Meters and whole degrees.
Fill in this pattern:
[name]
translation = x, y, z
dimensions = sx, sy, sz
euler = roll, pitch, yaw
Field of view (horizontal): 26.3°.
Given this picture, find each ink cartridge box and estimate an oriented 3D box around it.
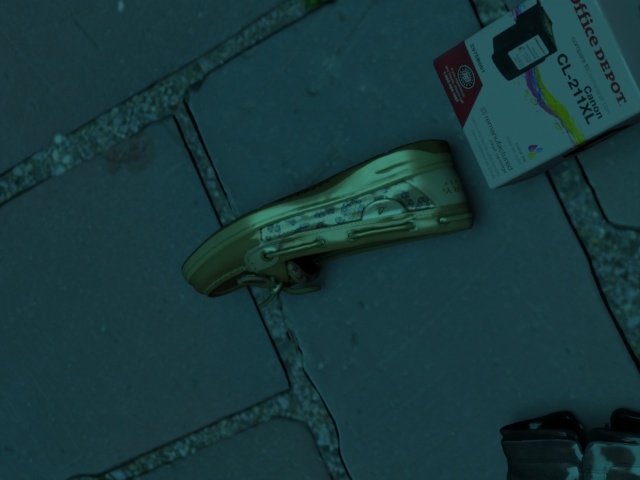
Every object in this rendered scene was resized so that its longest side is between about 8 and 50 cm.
[ink cartridge box]
translation = 0.196, -0.137, 1.134
dimensions = 0.175, 0.072, 0.127
euler = -30, 82, 46

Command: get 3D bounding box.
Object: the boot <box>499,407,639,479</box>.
[boot]
translation = 0.303, 0.264, 1.141
dimensions = 0.338, 0.118, 0.222
euler = 6, 93, 20

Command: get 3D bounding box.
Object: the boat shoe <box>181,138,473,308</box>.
[boat shoe]
translation = 0.000, 0.000, 1.253
dimensions = 0.285, 0.104, 0.089
euler = -25, 82, 25
